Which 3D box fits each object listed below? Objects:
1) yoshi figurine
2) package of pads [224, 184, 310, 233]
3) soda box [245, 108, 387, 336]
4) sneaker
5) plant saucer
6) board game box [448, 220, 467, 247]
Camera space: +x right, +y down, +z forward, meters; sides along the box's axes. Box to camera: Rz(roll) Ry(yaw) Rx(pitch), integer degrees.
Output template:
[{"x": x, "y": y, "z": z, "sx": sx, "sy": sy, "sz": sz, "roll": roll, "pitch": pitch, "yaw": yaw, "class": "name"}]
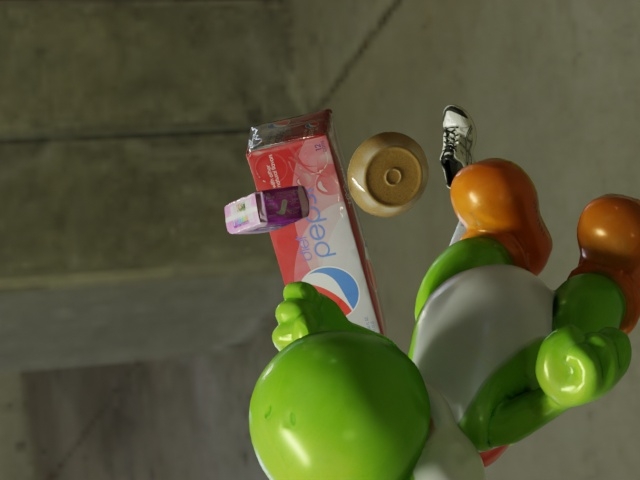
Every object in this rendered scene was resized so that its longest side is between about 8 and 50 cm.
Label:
[{"x": 0.077, "y": 0.074, "z": 1.030, "sx": 0.203, "sy": 0.362, "sz": 0.203, "roll": 44, "pitch": 145, "yaw": -4, "class": "yoshi figurine"}, {"x": -0.046, "y": -0.026, "z": 1.376, "sx": 0.083, "sy": 0.050, "sz": 0.032, "roll": 161, "pitch": 99, "yaw": -66, "class": "package of pads"}, {"x": 0.000, "y": 0.000, "z": 1.697, "sx": 0.083, "sy": 0.092, "sz": 0.263, "roll": -82, "pitch": -22, "yaw": -65, "class": "soda box"}, {"x": 0.129, "y": -0.088, "z": 1.513, "sx": 0.032, "sy": 0.037, "sz": 0.083, "roll": -9, "pitch": 93, "yaw": 34, "class": "sneaker"}, {"x": 0.068, "y": -0.062, "z": 1.527, "sx": 0.015, "sy": 0.083, "sz": 0.083, "roll": -147, "pitch": 55, "yaw": -70, "class": "plant saucer"}, {"x": 0.156, "y": 0.023, "z": 1.563, "sx": 0.090, "sy": 0.020, "sz": 0.090, "roll": 63, "pitch": -149, "yaw": -28, "class": "board game box"}]
